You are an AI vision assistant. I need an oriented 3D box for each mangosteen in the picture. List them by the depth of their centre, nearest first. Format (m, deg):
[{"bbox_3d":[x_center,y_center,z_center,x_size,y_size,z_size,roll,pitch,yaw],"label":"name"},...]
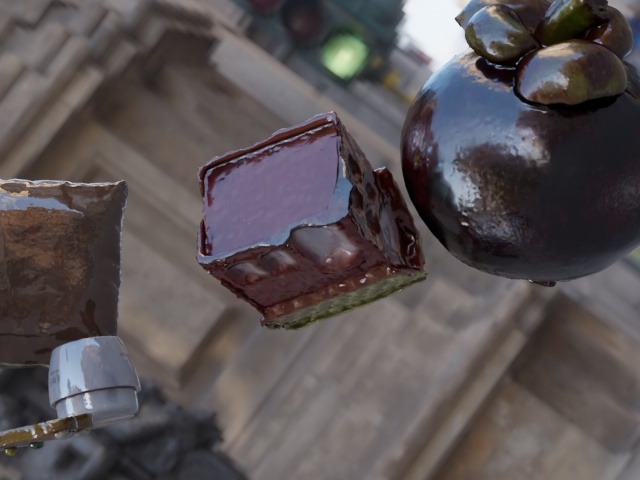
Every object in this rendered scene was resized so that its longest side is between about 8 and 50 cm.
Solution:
[{"bbox_3d":[0.241,-0.124,1.875,0.307,0.306,0.347,-45,-40,-61],"label":"mangosteen"}]

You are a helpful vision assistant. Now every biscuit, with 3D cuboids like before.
[{"bbox_3d":[-0.352,0.222,1.887,0.205,0.031,0.138,-11,-4,6],"label":"biscuit"}]

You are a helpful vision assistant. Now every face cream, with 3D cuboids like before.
[{"bbox_3d":[-0.290,0.183,2.209,0.117,0.104,0.117,-11,-14,-3],"label":"face cream"}]

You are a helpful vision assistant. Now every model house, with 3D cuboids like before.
[{"bbox_3d":[0.000,0.000,1.978,0.196,0.160,0.254,-21,-37,19],"label":"model house"}]

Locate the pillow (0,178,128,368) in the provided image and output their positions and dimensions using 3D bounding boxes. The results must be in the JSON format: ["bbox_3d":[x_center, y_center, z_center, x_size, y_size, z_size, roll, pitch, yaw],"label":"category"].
[{"bbox_3d":[-0.424,0.039,2.440,0.108,0.307,0.305,105,167,-63],"label":"pillow"}]
